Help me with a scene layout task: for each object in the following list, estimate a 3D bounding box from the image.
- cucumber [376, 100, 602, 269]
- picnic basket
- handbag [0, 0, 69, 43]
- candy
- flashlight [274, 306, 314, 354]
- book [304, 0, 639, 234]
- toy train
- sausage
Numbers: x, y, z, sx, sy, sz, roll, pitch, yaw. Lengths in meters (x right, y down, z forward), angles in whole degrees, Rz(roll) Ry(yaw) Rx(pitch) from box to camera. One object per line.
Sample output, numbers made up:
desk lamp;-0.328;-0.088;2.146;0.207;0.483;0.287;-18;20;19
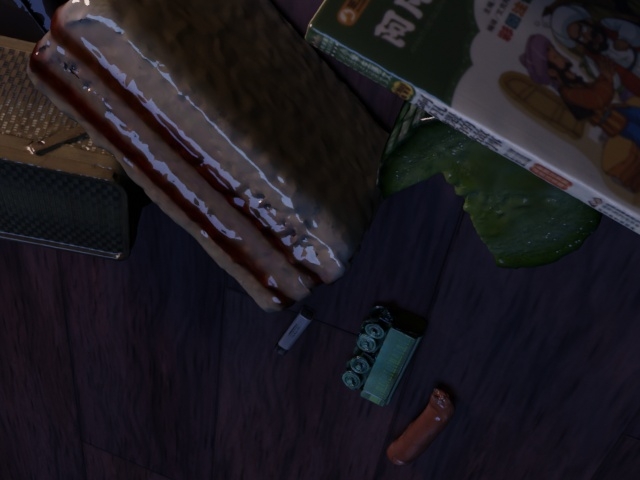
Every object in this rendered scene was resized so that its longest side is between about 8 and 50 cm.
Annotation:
cucumber;0.159;-0.079;0.631;0.191;0.130;0.191;14;138;13
picnic basket;-0.291;-0.093;0.754;0.267;0.139;0.165;11;149;-6
handbag;-0.364;-0.238;0.782;0.247;0.080;0.223;-12;129;31
candy;-0.082;-0.111;0.676;0.320;0.179;0.135;47;132;-13
flashlight;-0.033;0.113;0.936;0.018;0.018;0.083;33;132;-2
book;0.150;-0.149;0.528;0.264;0.202;0.027;31;159;1
toy train;0.072;0.134;0.891;0.071;0.038;0.148;22;131;5
sausage;0.128;0.237;0.945;0.042;0.036;0.158;3;137;-22
